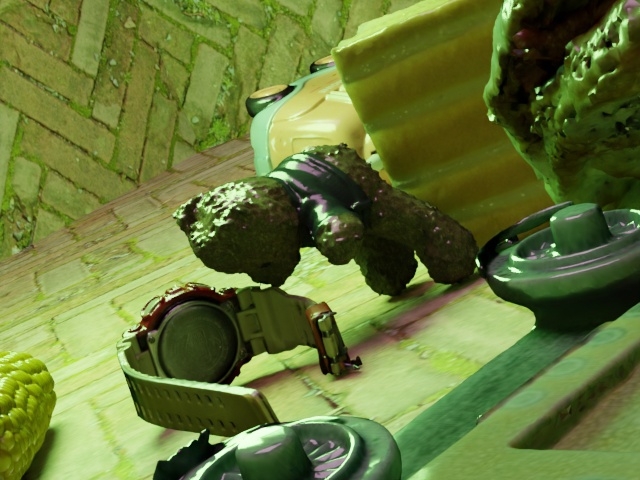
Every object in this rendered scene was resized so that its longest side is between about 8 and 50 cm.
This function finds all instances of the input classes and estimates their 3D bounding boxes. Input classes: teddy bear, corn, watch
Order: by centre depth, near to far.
[{"bbox_3d":[-0.057,0.095,1.394,0.164,0.102,0.268,-26,17,-31],"label":"watch"},{"bbox_3d":[-0.284,0.158,1.534,0.106,0.106,0.305,-22,5,4],"label":"corn"},{"bbox_3d":[0.001,-0.020,1.538,0.251,0.129,0.182,3,-13,-32],"label":"teddy bear"}]

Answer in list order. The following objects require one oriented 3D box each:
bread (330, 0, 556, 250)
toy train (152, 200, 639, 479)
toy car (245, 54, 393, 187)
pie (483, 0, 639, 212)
[{"bbox_3d":[0.174,-0.119,1.585,0.246,0.239,0.111,-21,14,24],"label":"bread"},{"bbox_3d":[0.122,0.096,0.680,0.253,0.160,0.397,-4,20,45],"label":"toy train"},{"bbox_3d":[0.055,-0.123,2.161,0.212,0.181,0.270,0,23,43],"label":"toy car"},{"bbox_3d":[0.316,-0.142,1.282,0.395,0.180,0.418,-27,-25,5],"label":"pie"}]
